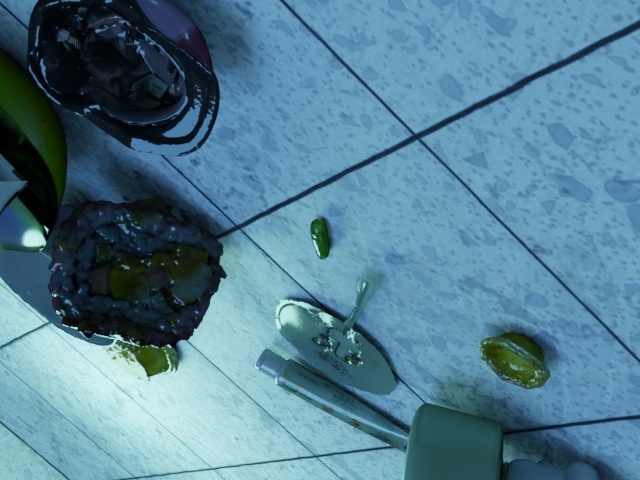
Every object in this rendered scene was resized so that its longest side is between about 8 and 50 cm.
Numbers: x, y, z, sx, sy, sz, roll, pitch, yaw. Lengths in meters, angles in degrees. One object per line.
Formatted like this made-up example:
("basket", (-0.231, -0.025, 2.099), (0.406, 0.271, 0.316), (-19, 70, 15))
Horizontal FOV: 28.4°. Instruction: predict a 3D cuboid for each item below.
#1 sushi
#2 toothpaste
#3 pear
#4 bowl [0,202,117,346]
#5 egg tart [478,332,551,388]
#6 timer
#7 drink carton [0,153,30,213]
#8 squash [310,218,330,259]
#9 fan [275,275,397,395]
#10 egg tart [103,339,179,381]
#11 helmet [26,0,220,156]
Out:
("sushi", (-0.284, 0.044, 1.967), (0.270, 0.236, 0.171), (11, 175, -9))
("toothpaste", (0.032, 0.277, 2.139), (0.314, 0.058, 0.056), (29, 108, 6))
("pear", (-0.526, -0.180, 1.945), (0.399, 0.165, 0.399), (27, 149, 18))
("bowl", (-0.426, 0.040, 2.194), (0.287, 0.144, 0.287), (27, 151, 17))
("egg tart", (0.263, 0.156, 1.695), (0.105, 0.039, 0.105), (28, 151, 17))
("timer", (0.286, 0.395, 1.860), (0.315, 0.291, 0.291), (3, 144, 11))
("drink carton", (-0.582, -0.094, 1.825), (0.324, 0.132, 0.194), (-6, 129, 53))
("squash", (0.001, 0.001, 1.775), (0.027, 0.027, 0.089), (23, 151, 24))
("fan", (0.041, 0.140, 1.953), (0.233, 0.012, 0.414), (34, 155, 3))
("egg tart", (-0.361, 0.208, 2.460), (0.191, 0.074, 0.191), (29, 150, 19))
("helmet", (-0.232, -0.232, 1.554), (0.253, 0.154, 0.198), (18, 132, -3))
